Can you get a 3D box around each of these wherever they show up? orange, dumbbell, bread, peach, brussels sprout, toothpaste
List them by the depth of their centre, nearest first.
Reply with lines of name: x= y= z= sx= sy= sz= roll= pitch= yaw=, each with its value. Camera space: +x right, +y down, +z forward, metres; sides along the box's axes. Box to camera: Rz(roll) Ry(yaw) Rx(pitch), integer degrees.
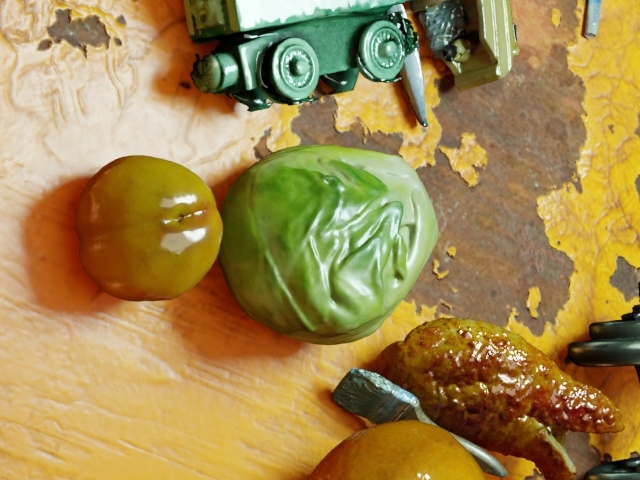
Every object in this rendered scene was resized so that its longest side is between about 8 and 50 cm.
peach: x=-0.155 y=-0.012 z=1.612 sx=0.138 sy=0.138 sz=0.138 roll=4 pitch=83 yaw=-35
brussels sprout: x=0.000 y=0.000 z=1.708 sx=0.223 sy=0.161 sz=0.223 roll=13 pitch=57 yaw=-22
orange: x=0.074 y=0.286 z=1.715 sx=0.224 sy=0.170 sz=0.224 roll=7 pitch=81 yaw=-47
bread: x=0.185 y=0.167 z=1.813 sx=0.269 sy=0.139 sz=0.095 roll=31 pitch=28 yaw=-10
dumbbell: x=0.374 y=0.187 z=1.924 sx=0.192 sy=0.192 sz=0.290 roll=-5 pitch=88 yaw=-35
toothpaste: x=0.320 y=-0.275 z=2.042 sx=0.024 sy=0.015 sz=0.083 roll=21 pitch=68 yaw=-30

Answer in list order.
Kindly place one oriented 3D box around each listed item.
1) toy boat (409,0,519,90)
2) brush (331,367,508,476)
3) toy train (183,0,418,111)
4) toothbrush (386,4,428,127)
toy boat: x=0.128 y=-0.312 z=1.860 sx=0.115 sy=0.089 sz=0.310 roll=-18 pitch=97 yaw=-50
brush: x=0.105 y=0.191 z=1.773 sx=0.196 sy=0.070 sz=0.021 roll=31 pitch=49 yaw=-3
toy train: x=-0.011 y=-0.216 z=1.742 sx=0.269 sy=0.115 sz=0.154 roll=-15 pitch=99 yaw=-34
toothbrush: x=0.052 y=-0.317 z=1.846 sx=0.042 sy=0.035 sz=0.413 roll=-20 pitch=96 yaw=-14
